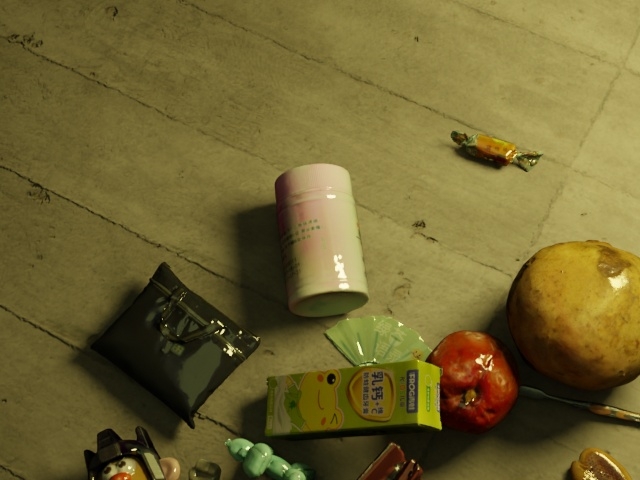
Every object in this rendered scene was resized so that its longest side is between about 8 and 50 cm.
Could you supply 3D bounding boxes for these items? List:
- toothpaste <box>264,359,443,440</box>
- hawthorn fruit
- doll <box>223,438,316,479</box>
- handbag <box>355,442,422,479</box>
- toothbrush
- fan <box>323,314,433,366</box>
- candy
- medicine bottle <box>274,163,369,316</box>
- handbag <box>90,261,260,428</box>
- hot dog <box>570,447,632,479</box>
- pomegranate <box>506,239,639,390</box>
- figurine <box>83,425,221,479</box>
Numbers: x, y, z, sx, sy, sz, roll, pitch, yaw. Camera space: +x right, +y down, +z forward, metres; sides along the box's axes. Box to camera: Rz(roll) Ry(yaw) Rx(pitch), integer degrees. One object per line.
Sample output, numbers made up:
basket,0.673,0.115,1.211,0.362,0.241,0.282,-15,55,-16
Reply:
toothpaste,0.050,0.277,1.820,0.328,0.077,0.110,-11,66,34
hawthorn fruit,0.255,0.247,1.827,0.179,0.200,0.179,0,92,11
doll,-0.090,0.383,1.827,0.159,0.158,0.059,28,83,8
handbag,0.055,0.461,1.731,0.084,0.260,0.275,40,75,20
toothbrush,0.502,0.300,1.879,0.321,0.031,0.023,14,99,10
fan,0.120,0.207,1.959,0.240,0.009,0.131,27,71,14
candy,0.338,-0.173,2.065,0.182,0.053,0.046,15,72,8
medicine bottle,0.000,0.000,1.971,0.152,0.152,0.253,-8,68,2
handbag,-0.264,0.188,1.954,0.254,0.088,0.211,36,81,15
hot dog,0.490,0.423,1.821,0.090,0.060,0.140,-45,65,-8
pomegranate,0.458,0.127,1.822,0.281,0.281,0.281,-2,69,4
figurine,-0.315,0.465,1.817,0.309,0.143,0.308,9,54,-12
